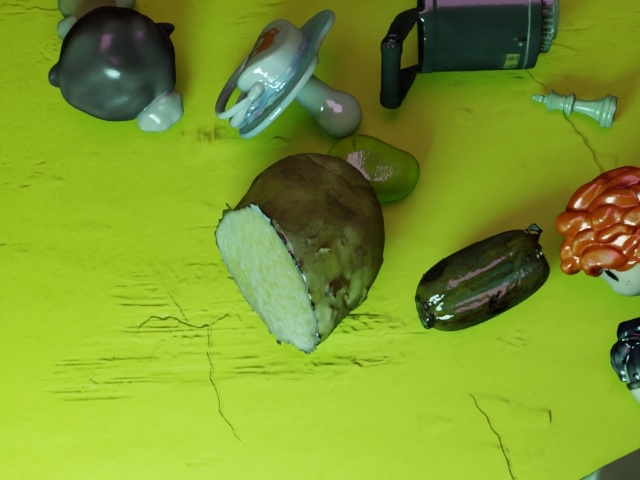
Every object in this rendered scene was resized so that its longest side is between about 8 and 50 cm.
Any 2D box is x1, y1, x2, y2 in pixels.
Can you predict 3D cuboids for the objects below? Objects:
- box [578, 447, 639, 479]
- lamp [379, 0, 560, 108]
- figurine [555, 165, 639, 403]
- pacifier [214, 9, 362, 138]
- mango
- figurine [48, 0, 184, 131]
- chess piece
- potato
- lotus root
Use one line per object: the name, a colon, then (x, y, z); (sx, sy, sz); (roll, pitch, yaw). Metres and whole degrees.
box: (0.568, 0.453, 1.497); (0.367, 0.090, 0.373); (-13, 65, -35)
lamp: (0.283, -0.394, 1.867); (0.272, 0.205, 0.374); (14, 58, 13)
figurine: (0.558, 0.073, 1.678); (0.306, 0.241, 0.412); (-20, 85, 20)
pacifier: (-0.032, -0.259, 1.864); (0.233, 0.244, 0.299); (35, 46, -15)
mango: (0.086, -0.120, 1.832); (0.163, 0.089, 0.117); (21, 67, 10)
figurine: (-0.399, -0.360, 1.938); (0.218, 0.206, 0.365); (-9, 40, -24)
chess piece: (0.450, -0.241, 1.882); (0.149, 0.059, 0.059); (12, 69, 13)
potato: (0.000, 0.000, 1.714); (0.237, 0.301, 0.289); (-27, 100, -25)
lotus root: (0.264, 0.066, 1.729); (0.241, 0.123, 0.124); (-26, 85, -4)
